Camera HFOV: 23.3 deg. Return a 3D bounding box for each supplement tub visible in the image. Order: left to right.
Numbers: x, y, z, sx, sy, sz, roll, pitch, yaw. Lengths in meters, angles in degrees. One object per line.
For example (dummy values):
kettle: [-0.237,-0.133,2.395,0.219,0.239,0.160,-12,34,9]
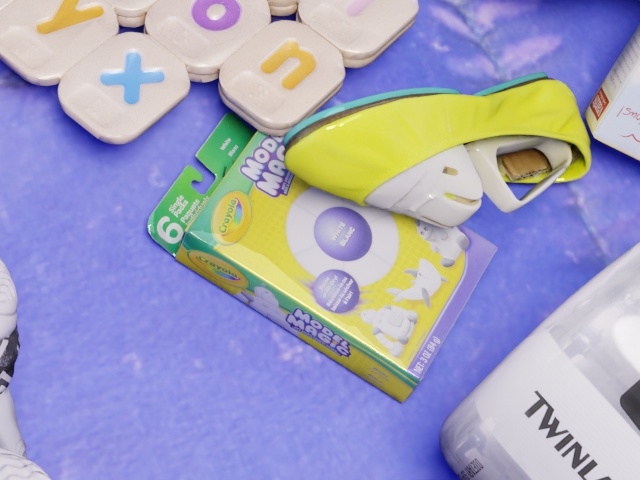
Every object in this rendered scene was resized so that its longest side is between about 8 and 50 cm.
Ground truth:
supplement tub: [0.239,0.159,0.780,0.207,0.207,0.338,-36,78,-26]

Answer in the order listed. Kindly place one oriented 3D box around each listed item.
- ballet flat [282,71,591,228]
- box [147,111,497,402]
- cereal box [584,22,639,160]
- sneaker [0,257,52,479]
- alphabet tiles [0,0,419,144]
ballet flat: [0.080,-0.047,0.879,0.231,0.077,0.077,-14,72,-46]
box: [0.000,0.000,0.888,0.179,0.043,0.105,31,61,3]
cereal box: [0.290,-0.129,0.912,0.173,0.240,0.047,26,24,-12]
sneaker: [-0.190,0.144,0.726,0.137,0.210,0.366,-11,34,-19]
alphabet tiles: [-0.087,-0.181,0.940,0.284,0.021,0.278,37,62,15]
